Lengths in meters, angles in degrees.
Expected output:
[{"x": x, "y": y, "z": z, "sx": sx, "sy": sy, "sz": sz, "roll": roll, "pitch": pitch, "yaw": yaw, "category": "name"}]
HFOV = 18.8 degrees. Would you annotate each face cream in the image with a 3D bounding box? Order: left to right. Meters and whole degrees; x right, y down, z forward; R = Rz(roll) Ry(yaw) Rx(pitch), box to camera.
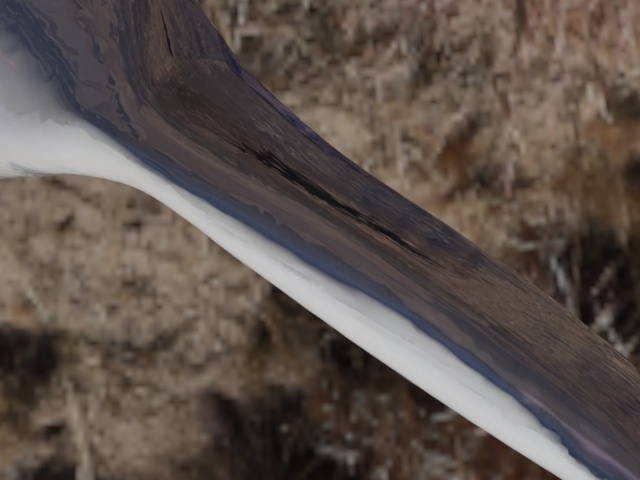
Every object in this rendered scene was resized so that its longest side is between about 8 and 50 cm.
[{"x": 0.000, "y": 0.000, "z": 0.778, "sx": 0.420, "sy": 0.137, "sz": 0.235, "roll": 36, "pitch": -172, "yaw": 5, "category": "face cream"}]
